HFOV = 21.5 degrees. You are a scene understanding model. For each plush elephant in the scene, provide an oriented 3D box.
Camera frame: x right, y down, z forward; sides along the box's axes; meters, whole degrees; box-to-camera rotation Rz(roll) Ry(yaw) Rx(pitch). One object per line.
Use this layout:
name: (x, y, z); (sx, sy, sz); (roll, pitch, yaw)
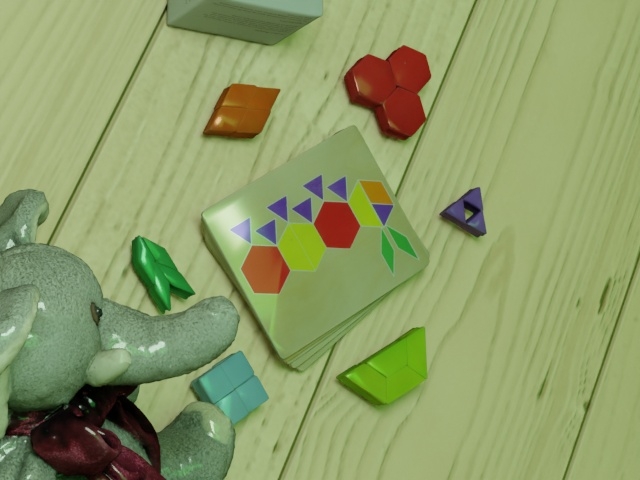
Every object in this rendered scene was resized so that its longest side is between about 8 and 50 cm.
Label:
plush elephant: (-0.164, 0.108, 1.104); (0.330, 0.272, 0.255); (10, 119, -12)

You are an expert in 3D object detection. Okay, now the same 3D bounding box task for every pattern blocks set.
pattern blocks set: (0.000, 0.000, 1.370); (0.324, 0.026, 0.285); (-22, 91, -31)

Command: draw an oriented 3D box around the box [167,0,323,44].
box: (-0.060, -0.221, 1.348); (0.101, 0.087, 0.102); (7, 75, -28)
